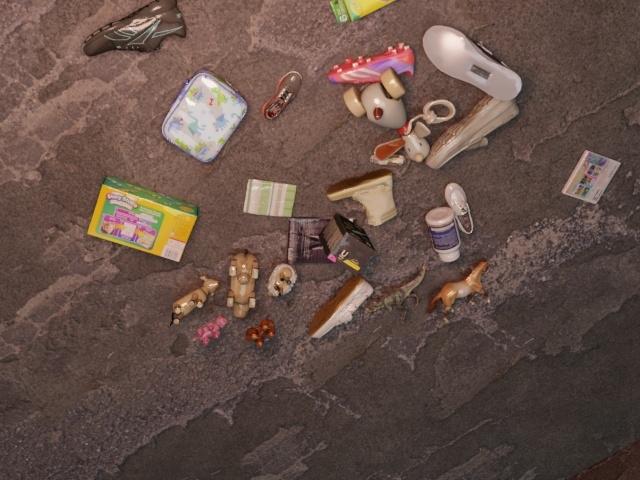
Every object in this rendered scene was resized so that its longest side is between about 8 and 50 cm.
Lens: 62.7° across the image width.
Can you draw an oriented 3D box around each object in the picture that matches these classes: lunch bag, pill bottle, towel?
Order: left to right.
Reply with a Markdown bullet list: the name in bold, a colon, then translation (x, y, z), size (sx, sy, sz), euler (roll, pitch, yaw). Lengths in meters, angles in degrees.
- **lunch bag**: translation (-0.318, -0.343, 1.436), size (0.176, 0.090, 0.219), euler (32, 107, -24)
- **towel**: translation (-0.156, -0.130, 1.618), size (0.151, 0.023, 0.113), euler (5, 118, -15)
- **pill bottle**: translation (0.409, -0.017, 1.733), size (0.094, 0.094, 0.169), euler (-21, 118, 1)

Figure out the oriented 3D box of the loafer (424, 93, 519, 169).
- **loafer**: translation (0.456, -0.317, 1.578), size (0.319, 0.112, 0.111), euler (-41, 108, 11)

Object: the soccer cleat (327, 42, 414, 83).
- **soccer cleat**: translation (0.145, -0.470, 1.464), size (0.248, 0.083, 0.095), euler (-20, 123, -3)

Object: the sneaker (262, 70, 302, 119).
- **sneaker**: translation (-0.102, -0.396, 1.462), size (0.061, 0.065, 0.158), euler (30, 108, -22)

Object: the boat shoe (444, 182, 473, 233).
- **boat shoe**: translation (0.456, -0.101, 1.715), size (0.066, 0.063, 0.184), euler (-20, 119, 0)

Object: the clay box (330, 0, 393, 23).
- **clay box**: translation (0.128, -0.669, 1.370), size (0.222, 0.053, 0.127), euler (-26, 118, 3)

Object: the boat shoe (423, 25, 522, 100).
- **boat shoe**: translation (0.429, -0.505, 1.479), size (0.306, 0.105, 0.113), euler (28, 120, 4)

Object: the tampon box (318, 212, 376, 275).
- **tampon box**: translation (0.079, 0.009, 1.628), size (0.120, 0.161, 0.101), euler (32, 106, -22)

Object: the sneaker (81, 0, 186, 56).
- **sneaker**: translation (-0.466, -0.511, 1.318), size (0.267, 0.101, 0.106), euler (-24, 121, 3)

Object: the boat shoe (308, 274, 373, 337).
- **boat shoe**: translation (0.074, 0.246, 1.806), size (0.096, 0.098, 0.277), euler (38, 104, -24)

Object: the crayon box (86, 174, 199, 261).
- **crayon box**: translation (-0.520, -0.062, 1.549), size (0.278, 0.081, 0.165), euler (20, 112, -19)

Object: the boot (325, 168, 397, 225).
- **boot**: translation (0.133, -0.118, 1.643), size (0.213, 0.077, 0.165), euler (-17, 121, -4)

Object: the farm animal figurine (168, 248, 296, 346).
- **farm animal figurine**: translation (-0.279, 0.175, 1.679), size (0.330, 0.172, 0.327), euler (22, 99, -12)

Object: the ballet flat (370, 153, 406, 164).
- **ballet flat**: translation (0.210, -0.248, 1.609), size (0.114, 0.041, 0.041), euler (-2, 117, -9)

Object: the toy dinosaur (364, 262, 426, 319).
- **toy dinosaur**: translation (0.288, 0.202, 1.846), size (0.268, 0.064, 0.118), euler (-36, 111, 5)

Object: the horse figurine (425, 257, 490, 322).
- **horse figurine**: translation (0.498, 0.190, 1.874), size (0.263, 0.066, 0.175), euler (-23, 124, -1)

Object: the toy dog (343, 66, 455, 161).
- **toy dog**: translation (0.215, -0.322, 1.471), size (0.333, 0.161, 0.220), euler (23, 135, -24)

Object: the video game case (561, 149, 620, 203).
- **video game case**: translation (0.909, -0.212, 1.767), size (0.143, 0.019, 0.157), euler (14, 114, -16)

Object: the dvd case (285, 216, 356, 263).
- **dvd case**: translation (0.000, 0.000, 1.711), size (0.221, 0.018, 0.165), euler (0, 116, -10)
